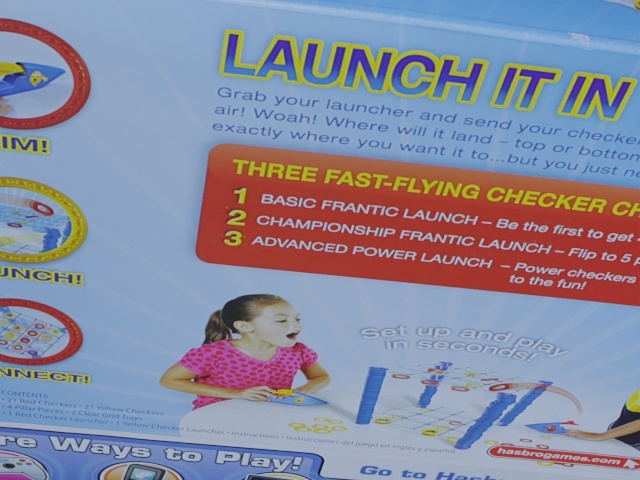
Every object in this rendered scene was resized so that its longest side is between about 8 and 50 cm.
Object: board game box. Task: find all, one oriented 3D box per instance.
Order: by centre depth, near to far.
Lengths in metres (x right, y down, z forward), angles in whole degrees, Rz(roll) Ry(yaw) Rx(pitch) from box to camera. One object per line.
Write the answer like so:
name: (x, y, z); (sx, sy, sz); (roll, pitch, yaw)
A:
board game box: (0.000, 0.000, 0.470); (0.308, 0.086, 0.302); (6, 143, -7)
